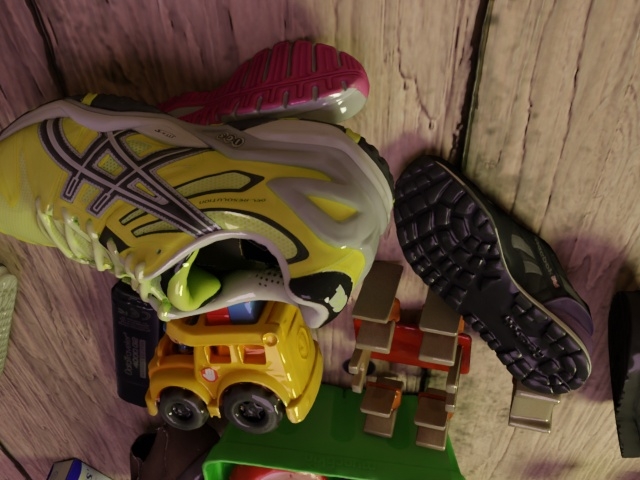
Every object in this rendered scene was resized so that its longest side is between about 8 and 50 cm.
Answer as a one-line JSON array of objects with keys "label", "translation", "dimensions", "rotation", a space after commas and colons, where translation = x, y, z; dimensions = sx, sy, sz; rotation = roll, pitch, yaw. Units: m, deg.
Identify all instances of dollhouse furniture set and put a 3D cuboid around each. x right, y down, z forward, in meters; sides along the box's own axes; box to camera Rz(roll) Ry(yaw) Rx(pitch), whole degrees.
[{"label": "dollhouse furniture set", "translation": [0.169, 0.144, 0.792], "dimensions": [0.259, 0.135, 0.262], "rotation": [8, 136, 16]}]

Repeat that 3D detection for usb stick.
[{"label": "usb stick", "translation": [-0.260, 0.156, 0.895], "dimensions": [0.077, 0.045, 0.278], "rotation": [17, 135, 1]}]

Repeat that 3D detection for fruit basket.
[{"label": "fruit basket", "translation": [0.013, 0.417, 0.891], "dimensions": [0.393, 0.392, 0.282], "rotation": [7, 136, 2]}]

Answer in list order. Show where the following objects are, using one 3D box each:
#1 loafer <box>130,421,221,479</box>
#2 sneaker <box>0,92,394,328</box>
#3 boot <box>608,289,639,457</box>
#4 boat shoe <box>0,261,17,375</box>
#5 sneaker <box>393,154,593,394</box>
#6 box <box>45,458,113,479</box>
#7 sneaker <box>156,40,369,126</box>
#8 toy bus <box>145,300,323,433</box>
[{"label": "loafer", "translation": [-0.270, 0.391, 1.096], "dimensions": [0.130, 0.134, 0.366], "rotation": [52, 132, 9]}, {"label": "sneaker", "translation": [-0.140, -0.022, 0.504], "dimensions": [0.385, 0.147, 0.145], "rotation": [2, 139, 18]}, {"label": "boot", "translation": [0.484, 0.162, 0.729], "dimensions": [0.260, 0.131, 0.348], "rotation": [-6, 144, 23]}, {"label": "boat shoe", "translation": [-0.559, 0.188, 0.881], "dimensions": [0.156, 0.186, 0.500], "rotation": [25, 128, -10]}, {"label": "sneaker", "translation": [0.188, 0.021, 0.668], "dimensions": [0.107, 0.124, 0.283], "rotation": [-32, 98, 41]}, {"label": "box", "translation": [-0.484, 0.526, 1.235], "dimensions": [0.072, 0.126, 0.137], "rotation": [-21, 129, 27]}, {"label": "sneaker", "translation": [-0.060, -0.098, 0.584], "dimensions": [0.252, 0.102, 0.111], "rotation": [-13, 133, 31]}, {"label": "toy bus", "translation": [-0.124, 0.118, 0.781], "dimensions": [0.221, 0.149, 0.211], "rotation": [-4, 121, 15]}]
